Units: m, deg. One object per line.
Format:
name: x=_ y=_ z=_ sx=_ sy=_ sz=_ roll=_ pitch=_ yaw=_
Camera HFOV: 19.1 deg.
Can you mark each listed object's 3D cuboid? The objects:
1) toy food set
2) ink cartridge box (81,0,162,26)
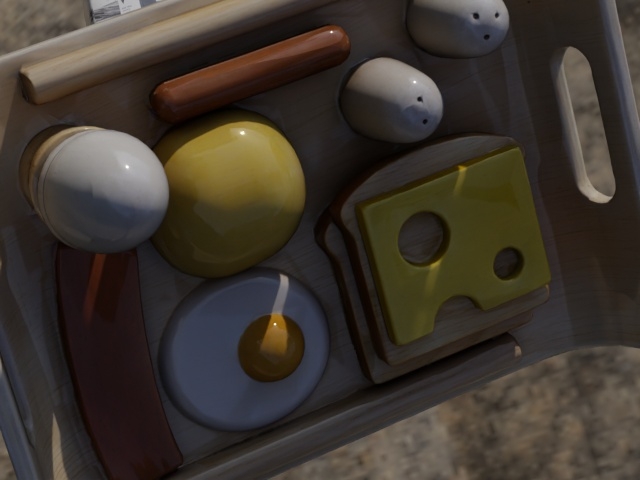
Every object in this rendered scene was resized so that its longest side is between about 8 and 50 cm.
toy food set: x=0.000 y=0.000 z=0.792 sx=0.306 sy=0.092 sz=0.219 roll=-21 pitch=109 yaw=-18
ink cartridge box: x=-0.181 y=-0.200 z=1.869 sx=0.092 sy=0.158 sz=0.217 roll=-9 pitch=68 yaw=-6
